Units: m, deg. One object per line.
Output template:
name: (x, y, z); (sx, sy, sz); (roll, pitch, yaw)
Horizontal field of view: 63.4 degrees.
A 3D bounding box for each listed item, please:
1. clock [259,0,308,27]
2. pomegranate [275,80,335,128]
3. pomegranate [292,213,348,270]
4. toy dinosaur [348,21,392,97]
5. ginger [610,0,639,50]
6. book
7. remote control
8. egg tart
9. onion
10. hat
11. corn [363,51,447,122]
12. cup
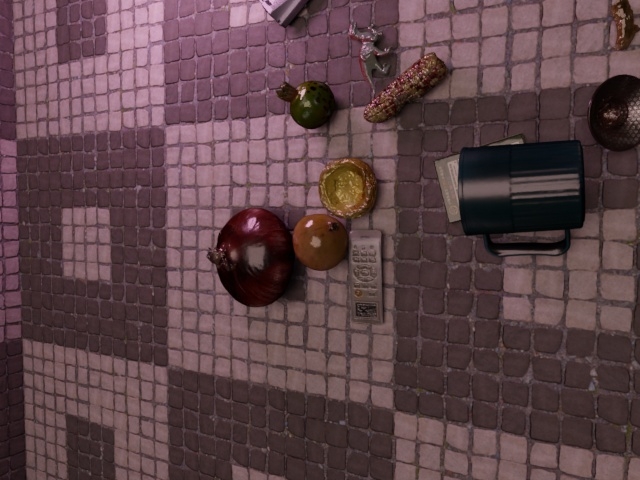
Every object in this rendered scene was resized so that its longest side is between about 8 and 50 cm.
clock: (-0.137, -0.883, 1.783); (0.186, 0.083, 0.253); (-44, 73, 24)
pomegranate: (-0.047, -0.456, 1.702); (0.159, 0.205, 0.159); (-35, 45, 46)
pomegranate: (-0.002, 0.003, 1.698); (0.191, 0.191, 0.191); (2, 94, 28)
toy dinosaur: (0.153, -0.579, 1.663); (0.167, 0.053, 0.242); (11, 98, 28)
ginger: (0.781, -0.564, 1.336); (0.057, 0.044, 0.137); (-13, 96, -15)
book: (0.482, -0.178, 1.523); (0.264, 0.027, 0.202); (-15, 87, 27)
remote control: (0.154, 0.119, 1.705); (0.109, 0.055, 0.313); (1, 98, 21)
egg tart: (0.095, -0.169, 1.696); (0.212, 0.090, 0.213); (0, 91, 29)
onion: (-0.257, 0.060, 1.784); (0.347, 0.285, 0.348); (0, 91, 46)
hat: (0.755, -0.327, 1.345); (0.193, 0.082, 0.193); (-2, 100, -11)
corn: (0.255, -0.456, 1.588); (0.290, 0.098, 0.098); (-36, 76, 26)
cup: (0.528, -0.107, 1.357); (0.292, 0.242, 0.308); (-3, 89, 25)
